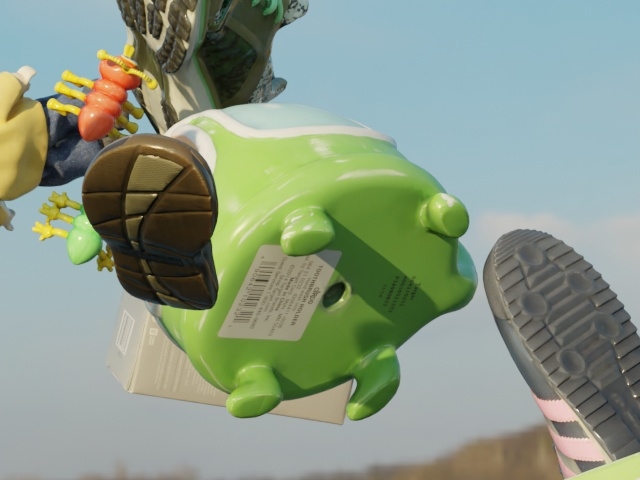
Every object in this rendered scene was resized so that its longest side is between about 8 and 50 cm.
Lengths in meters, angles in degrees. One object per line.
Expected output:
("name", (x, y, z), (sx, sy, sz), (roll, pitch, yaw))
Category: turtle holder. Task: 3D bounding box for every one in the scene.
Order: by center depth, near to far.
("turtle holder", (-0.005, -0.012, 1.636), (0.320, 0.227, 0.243), (-24, -44, -24))

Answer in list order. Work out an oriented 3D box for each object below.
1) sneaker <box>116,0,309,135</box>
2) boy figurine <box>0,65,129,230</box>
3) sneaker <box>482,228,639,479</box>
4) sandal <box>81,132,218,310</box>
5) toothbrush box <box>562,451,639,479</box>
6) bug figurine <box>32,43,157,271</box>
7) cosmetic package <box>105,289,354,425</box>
("sneaker", (-0.101, -0.239, 2.002), (0.182, 0.158, 0.410), (-30, -22, -18))
("boy figurine", (-0.333, -0.088, 2.022), (0.285, 0.177, 0.092), (-13, 33, -34))
("sneaker", (0.207, 0.146, 1.556), (0.112, 0.319, 0.131), (-17, -22, -31))
("sandal", (-0.097, -0.019, 1.282), (0.090, 0.060, 0.219), (12, -24, 11))
("toothbrush box", (0.084, 0.246, 0.979), (0.283, 0.206, 0.122), (-18, -16, -15))
("bug figurine", (-0.138, -0.051, 1.900), (0.279, 0.216, 0.072), (25, -10, -17))
("cosmetic package", (-0.090, 0.117, 2.069), (0.238, 0.107, 0.127), (14, 5, -18))
